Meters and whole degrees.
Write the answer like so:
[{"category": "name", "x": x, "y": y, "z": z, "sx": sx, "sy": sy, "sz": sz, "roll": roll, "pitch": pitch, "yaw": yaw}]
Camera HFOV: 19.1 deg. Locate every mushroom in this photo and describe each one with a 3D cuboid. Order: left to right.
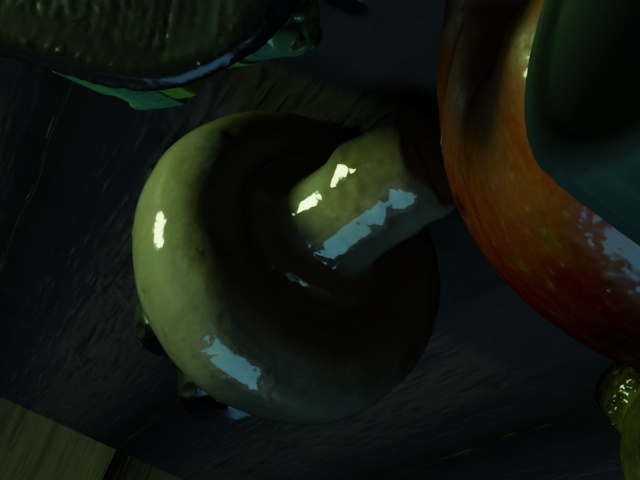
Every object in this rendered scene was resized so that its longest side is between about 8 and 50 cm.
[{"category": "mushroom", "x": -0.002, "y": 0.016, "z": 1.169, "sx": 0.209, "sy": 0.206, "sz": 0.206, "roll": 2, "pitch": 154, "yaw": 38}]

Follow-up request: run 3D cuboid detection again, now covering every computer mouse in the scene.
[{"category": "computer mouse", "x": -0.104, "y": -0.146, "z": 0.915, "sx": 0.264, "sy": 0.147, "sz": 0.088, "roll": 14, "pitch": -177, "yaw": 25}]

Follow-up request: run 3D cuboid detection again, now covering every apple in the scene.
[{"category": "apple", "x": 0.164, "y": -0.022, "z": 0.881, "sx": 0.251, "sy": 0.163, "sz": 0.293, "roll": 24, "pitch": 162, "yaw": -8}]

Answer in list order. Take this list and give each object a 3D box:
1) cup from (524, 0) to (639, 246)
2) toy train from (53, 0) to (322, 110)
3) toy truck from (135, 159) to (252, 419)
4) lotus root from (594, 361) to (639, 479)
[{"category": "cup", "x": 0.302, "y": -0.064, "z": 0.437, "sx": 0.392, "sy": 0.401, "sz": 0.310, "roll": 30, "pitch": -164, "yaw": -11}, {"category": "toy train", "x": -0.084, "y": -0.128, "z": 1.043, "sx": 0.132, "sy": 0.083, "sz": 0.200, "roll": 22, "pitch": 168, "yaw": -38}, {"category": "toy truck", "x": -0.038, "y": 0.031, "z": 1.395, "sx": 0.165, "sy": 0.147, "sz": 0.224, "roll": -6, "pitch": 154, "yaw": 11}, {"category": "lotus root", "x": 0.316, "y": 0.166, "z": 1.289, "sx": 0.309, "sy": 0.173, "sz": 0.173, "roll": 20, "pitch": 165, "yaw": 35}]
